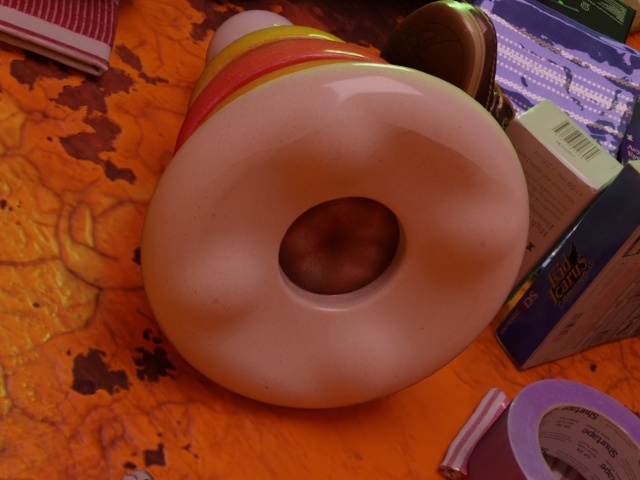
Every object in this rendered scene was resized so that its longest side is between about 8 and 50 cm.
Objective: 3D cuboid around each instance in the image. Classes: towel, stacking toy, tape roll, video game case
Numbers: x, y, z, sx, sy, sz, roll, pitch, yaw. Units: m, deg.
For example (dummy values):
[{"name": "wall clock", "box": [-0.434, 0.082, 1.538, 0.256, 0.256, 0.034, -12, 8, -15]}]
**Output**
[{"name": "towel", "box": [-0.337, -0.327, 1.542, 0.237, 0.037, 0.329, 18, 42, -20]}, {"name": "towel", "box": [0.223, 0.241, 1.360, 0.197, 0.029, 0.144, 38, 38, 4]}, {"name": "stacking toy", "box": [-0.022, -0.096, 1.370, 0.350, 0.351, 0.480, 16, 26, -22]}, {"name": "towel", "box": [0.248, -0.137, 1.641, 0.243, 0.040, 0.336, 26, 66, -5]}, {"name": "tape roll", "box": [0.242, 0.229, 1.302, 0.189, 0.080, 0.189, 18, 41, -16]}, {"name": "video game case", "box": [0.347, 0.015, 1.487, 0.244, 0.269, 0.061, -9, 53, -41]}]

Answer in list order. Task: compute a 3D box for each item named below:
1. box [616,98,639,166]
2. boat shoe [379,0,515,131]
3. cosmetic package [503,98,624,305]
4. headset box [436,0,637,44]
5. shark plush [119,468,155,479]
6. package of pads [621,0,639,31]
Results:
[{"name": "box", "box": [0.418, -0.082, 1.766, 0.153, 0.108, 0.207, 24, 40, -12]}, {"name": "boat shoe", "box": [0.135, -0.141, 1.422, 0.123, 0.342, 0.123, -24, 66, -20]}, {"name": "cosmetic package", "box": [0.205, -0.028, 1.461, 0.117, 0.231, 0.085, 44, 40, 13]}, {"name": "headset box", "box": [0.271, -0.271, 1.836, 0.246, 0.131, 0.283, 32, 39, -3]}, {"name": "shark plush", "box": [-0.112, 0.251, 1.097, 0.161, 0.073, 0.067, 42, 9, 16]}, {"name": "package of pads", "box": [0.443, -0.462, 2.177, 0.229, 0.101, 0.296, -23, 66, -46]}]
